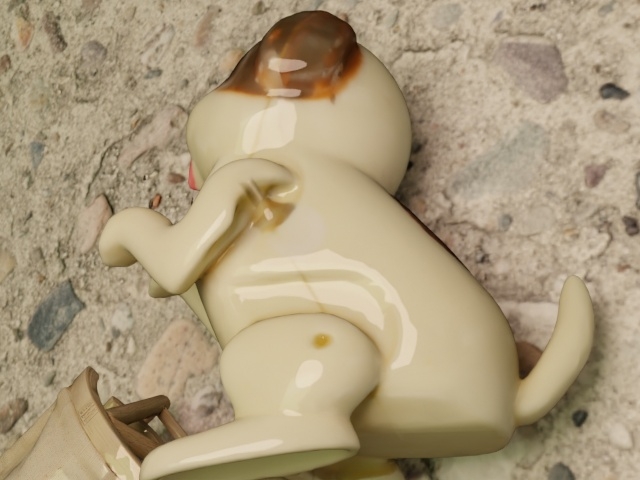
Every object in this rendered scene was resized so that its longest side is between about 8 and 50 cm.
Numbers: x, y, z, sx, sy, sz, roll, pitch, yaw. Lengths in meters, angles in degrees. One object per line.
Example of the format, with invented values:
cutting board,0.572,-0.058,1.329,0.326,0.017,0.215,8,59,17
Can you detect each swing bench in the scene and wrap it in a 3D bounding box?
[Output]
swing bench,-0.238,0.263,0.872,0.253,0.254,0.165,-44,66,-2

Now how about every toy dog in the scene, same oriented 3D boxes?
toy dog,0.000,0.000,0.832,0.396,0.284,0.407,-21,64,17
